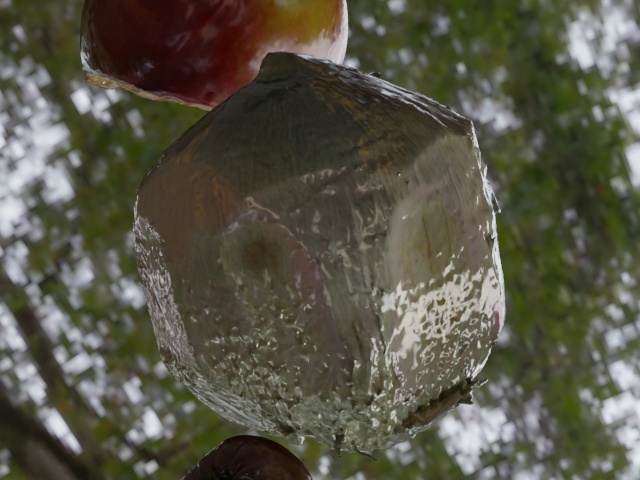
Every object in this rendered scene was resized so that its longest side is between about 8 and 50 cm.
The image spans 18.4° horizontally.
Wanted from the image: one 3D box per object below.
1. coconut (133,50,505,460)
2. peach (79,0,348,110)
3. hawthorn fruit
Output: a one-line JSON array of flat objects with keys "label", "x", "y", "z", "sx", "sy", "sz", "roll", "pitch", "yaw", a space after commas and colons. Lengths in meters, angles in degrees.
[{"label": "coconut", "x": -0.001, "y": -0.001, "z": 0.981, "sx": 0.194, "sy": 0.194, "sz": 0.194, "roll": -18, "pitch": -145, "yaw": 13}, {"label": "peach", "x": -0.080, "y": -0.147, "z": 1.392, "sx": 0.192, "sy": 0.190, "sz": 0.190, "roll": -49, "pitch": -157, "yaw": 30}, {"label": "hawthorn fruit", "x": -0.022, "y": 0.130, "z": 0.857, "sx": 0.067, "sy": 0.103, "sz": 0.067, "roll": -15, "pitch": -131, "yaw": 18}]
